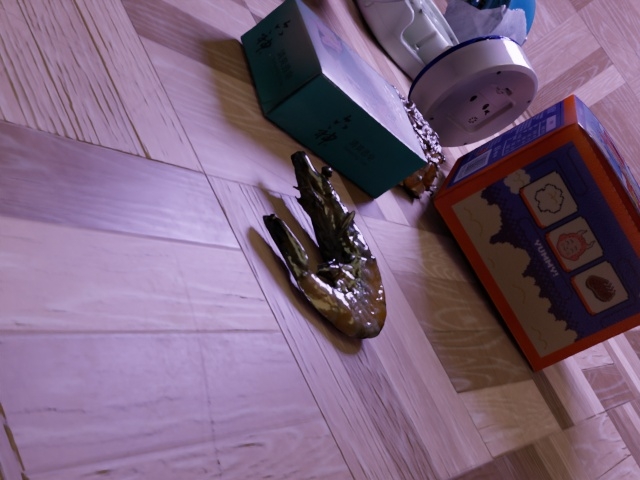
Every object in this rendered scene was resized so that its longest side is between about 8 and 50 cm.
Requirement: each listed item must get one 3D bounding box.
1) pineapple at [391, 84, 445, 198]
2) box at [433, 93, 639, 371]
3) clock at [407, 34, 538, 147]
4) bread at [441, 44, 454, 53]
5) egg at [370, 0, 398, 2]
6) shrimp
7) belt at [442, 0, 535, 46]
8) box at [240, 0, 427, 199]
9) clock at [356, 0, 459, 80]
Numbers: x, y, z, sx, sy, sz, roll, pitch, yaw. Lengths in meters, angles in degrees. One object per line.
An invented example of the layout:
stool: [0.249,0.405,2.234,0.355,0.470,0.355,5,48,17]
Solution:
pineapple: [0.124,-0.163,1.386,0.225,0.076,0.225,43,26,-27]
box: [0.385,-0.031,1.464,0.319,0.256,0.348,58,21,-5]
clock: [0.278,-0.265,1.647,0.230,0.230,0.083,22,38,-55]
bread: [0.252,-0.314,1.833,0.068,0.028,0.154,34,70,-46]
egg: [0.095,-0.584,1.578,0.340,0.354,0.354,61,21,1]
shrimp: [0.000,0.000,0.913,0.150,0.051,0.217,3,59,-56]
belt: [0.319,-0.609,2.156,0.173,0.300,0.437,23,35,-52]
box: [0.020,-0.177,1.156,0.245,0.092,0.153,31,31,-46]
clock: [0.198,-0.454,1.931,0.324,0.108,0.265,36,28,-42]
